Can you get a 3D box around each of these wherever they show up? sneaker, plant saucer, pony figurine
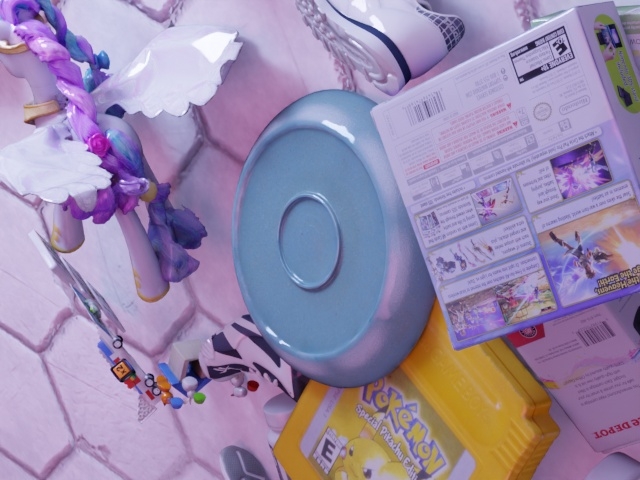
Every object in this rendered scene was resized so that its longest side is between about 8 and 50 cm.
[{"bbox_3d":[0.046,-0.226,1.654,0.235,0.095,0.090,46,169,42],"label":"sneaker"},{"bbox_3d":[0.000,0.000,1.782,0.317,0.044,0.317,7,99,48],"label":"plant saucer"},{"bbox_3d":[-0.042,0.149,1.960,0.235,0.094,0.153,-39,76,39],"label":"sneaker"},{"bbox_3d":[-0.087,0.331,2.152,0.152,0.054,0.061,56,142,2],"label":"sneaker"},{"bbox_3d":[-0.252,-0.110,1.911,0.351,0.303,0.363,26,146,43],"label":"pony figurine"}]

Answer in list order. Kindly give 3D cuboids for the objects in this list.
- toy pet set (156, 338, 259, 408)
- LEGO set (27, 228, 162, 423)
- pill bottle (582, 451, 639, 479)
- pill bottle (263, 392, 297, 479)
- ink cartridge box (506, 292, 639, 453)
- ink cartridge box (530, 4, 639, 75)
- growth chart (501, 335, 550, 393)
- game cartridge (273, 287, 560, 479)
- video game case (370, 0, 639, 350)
[{"bbox_3d":[-0.157,0.181,2.081,0.114,0.122,0.065,49,135,41],"label":"toy pet set"},{"bbox_3d":[-0.277,0.115,2.085,0.244,0.060,0.182,50,179,39],"label":"LEGO set"},{"bbox_3d":[0.384,0.344,1.585,0.334,0.188,0.188,32,133,27],"label":"pill bottle"},{"bbox_3d":[-0.019,0.251,2.013,0.078,0.078,0.137,2,115,44],"label":"pill bottle"},{"bbox_3d":[0.271,0.104,1.611,0.127,0.072,0.175,-27,104,46],"label":"ink cartridge box"},{"bbox_3d":[0.286,-0.091,1.502,0.171,0.056,0.235,3,109,43],"label":"ink cartridge box"},{"bbox_3d":[0.218,0.061,1.686,0.172,0.021,0.237,17,126,24],"label":"growth chart"},{"bbox_3d":[0.089,0.202,1.759,0.285,0.053,0.323,51,131,34],"label":"game cartridge"},{"bbox_3d":[0.188,-0.051,1.514,0.269,0.061,0.244,-23,83,47],"label":"video game case"}]
